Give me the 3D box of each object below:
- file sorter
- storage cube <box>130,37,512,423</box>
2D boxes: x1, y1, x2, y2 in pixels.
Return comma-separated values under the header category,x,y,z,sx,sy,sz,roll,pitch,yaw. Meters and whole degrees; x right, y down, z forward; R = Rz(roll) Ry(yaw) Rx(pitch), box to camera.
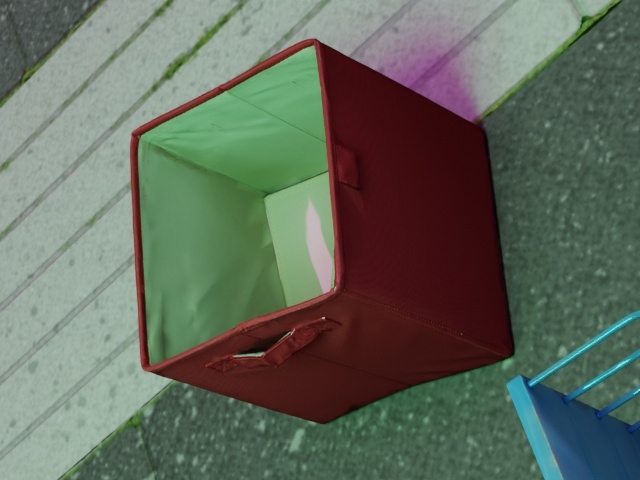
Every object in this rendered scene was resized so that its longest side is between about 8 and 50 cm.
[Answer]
category,x,y,z,sx,sy,sz,roll,pitch,yaw
file sorter,0.212,0.127,1.070,0.104,0.170,0.118,-35,53,23
storage cube,0.000,0.000,1.295,0.184,0.193,0.215,-24,58,35
